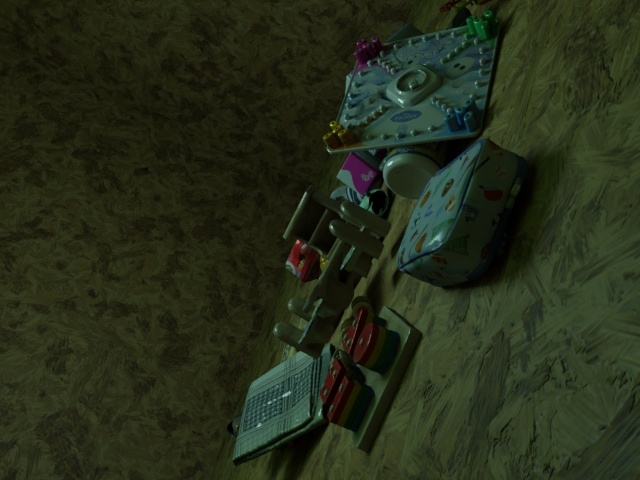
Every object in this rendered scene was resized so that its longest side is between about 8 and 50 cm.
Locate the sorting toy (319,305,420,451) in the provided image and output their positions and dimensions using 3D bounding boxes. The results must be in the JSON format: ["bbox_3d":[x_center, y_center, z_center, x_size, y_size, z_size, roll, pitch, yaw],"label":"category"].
[{"bbox_3d":[0.089,0.266,1.361,0.257,0.089,0.256,-145,79,-82],"label":"sorting toy"}]

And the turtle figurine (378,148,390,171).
[{"bbox_3d":[0.244,-0.284,1.903,0.175,0.118,0.234,-77,8,-55],"label":"turtle figurine"}]

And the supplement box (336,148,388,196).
[{"bbox_3d":[0.163,-0.255,2.095,0.220,0.114,0.111,-43,-11,-46],"label":"supplement box"}]

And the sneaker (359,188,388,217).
[{"bbox_3d":[0.128,-0.050,1.992,0.256,0.094,0.151,-64,1,-3],"label":"sneaker"}]

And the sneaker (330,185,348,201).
[{"bbox_3d":[0.073,-0.099,2.497,0.268,0.101,0.153,-45,-35,-41],"label":"sneaker"}]

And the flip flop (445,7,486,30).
[{"bbox_3d":[0.408,-0.553,1.744,0.112,0.080,0.277,-57,25,17],"label":"flip flop"}]

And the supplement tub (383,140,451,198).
[{"bbox_3d":[0.240,-0.217,1.579,0.144,0.144,0.200,125,166,-55],"label":"supplement tub"}]

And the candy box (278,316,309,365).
[{"bbox_3d":[-0.078,0.397,2.100,0.317,0.087,0.183,-75,11,-48],"label":"candy box"}]

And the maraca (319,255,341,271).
[{"bbox_3d":[0.047,0.088,2.151,0.127,0.099,0.186,26,110,55],"label":"maraca"}]

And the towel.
[{"bbox_3d":[-0.100,0.435,1.778,0.324,0.056,0.312,-32,21,21],"label":"towel"}]

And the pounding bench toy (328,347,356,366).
[{"bbox_3d":[0.048,0.324,1.599,0.065,0.052,0.083,-93,28,-73],"label":"pounding bench toy"}]

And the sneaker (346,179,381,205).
[{"bbox_3d":[0.171,-0.245,2.301,0.153,0.099,0.283,140,150,-69],"label":"sneaker"}]

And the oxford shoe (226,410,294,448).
[{"bbox_3d":[-0.179,0.564,1.907,0.363,0.132,0.130,-30,75,64],"label":"oxford shoe"}]

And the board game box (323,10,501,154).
[{"bbox_3d":[0.223,-0.391,1.590,0.389,0.050,0.390,-3,53,31],"label":"board game box"}]

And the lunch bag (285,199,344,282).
[{"bbox_3d":[0.000,0.000,2.258,0.258,0.120,0.293,-9,-49,-58],"label":"lunch bag"}]

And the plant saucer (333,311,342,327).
[{"bbox_3d":[0.036,0.217,2.050,0.200,0.037,0.200,-156,90,-81],"label":"plant saucer"}]

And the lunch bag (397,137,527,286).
[{"bbox_3d":[0.248,-0.047,1.151,0.243,0.114,0.303,-65,7,-13],"label":"lunch bag"}]

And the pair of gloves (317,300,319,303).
[{"bbox_3d":[-0.026,0.290,2.316,0.159,0.023,0.198,-74,12,-47],"label":"pair of gloves"}]

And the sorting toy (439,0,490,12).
[{"bbox_3d":[0.443,-0.667,1.718,0.274,0.046,0.132,-40,25,-11],"label":"sorting toy"}]

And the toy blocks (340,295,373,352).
[{"bbox_3d":[0.093,0.216,1.614,0.148,0.054,0.123,-94,28,-74],"label":"toy blocks"}]

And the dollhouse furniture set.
[{"bbox_3d":[0.001,0.039,1.781,0.362,0.256,0.394,-62,-1,29],"label":"dollhouse furniture set"}]

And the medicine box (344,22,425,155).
[{"bbox_3d":[0.208,-0.441,1.918,0.263,0.149,0.289,-44,-13,-16],"label":"medicine box"}]
